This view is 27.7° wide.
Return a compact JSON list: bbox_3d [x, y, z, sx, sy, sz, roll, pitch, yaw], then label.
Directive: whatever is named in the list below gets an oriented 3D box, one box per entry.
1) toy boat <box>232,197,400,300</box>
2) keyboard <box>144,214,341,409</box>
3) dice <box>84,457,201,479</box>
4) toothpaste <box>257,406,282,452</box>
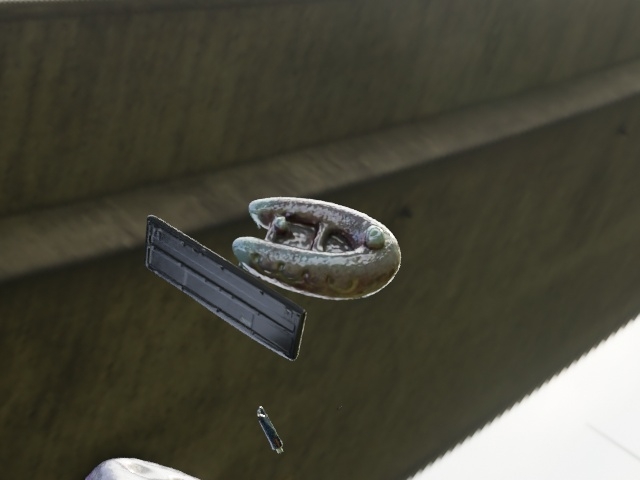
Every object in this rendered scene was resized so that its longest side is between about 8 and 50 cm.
[{"bbox_3d":[0.000,0.000,1.788,0.155,0.227,0.085,-69,-8,-47],"label":"toy boat"},{"bbox_3d":[-0.095,0.090,1.739,0.041,0.381,0.103,-30,-35,-39],"label":"keyboard"},{"bbox_3d":[-0.232,0.477,1.801,0.271,0.270,0.270,-65,19,2],"label":"dice"},{"bbox_3d":[-0.079,0.299,2.035,0.027,0.019,0.083,-71,-40,-58],"label":"toothpaste"}]
